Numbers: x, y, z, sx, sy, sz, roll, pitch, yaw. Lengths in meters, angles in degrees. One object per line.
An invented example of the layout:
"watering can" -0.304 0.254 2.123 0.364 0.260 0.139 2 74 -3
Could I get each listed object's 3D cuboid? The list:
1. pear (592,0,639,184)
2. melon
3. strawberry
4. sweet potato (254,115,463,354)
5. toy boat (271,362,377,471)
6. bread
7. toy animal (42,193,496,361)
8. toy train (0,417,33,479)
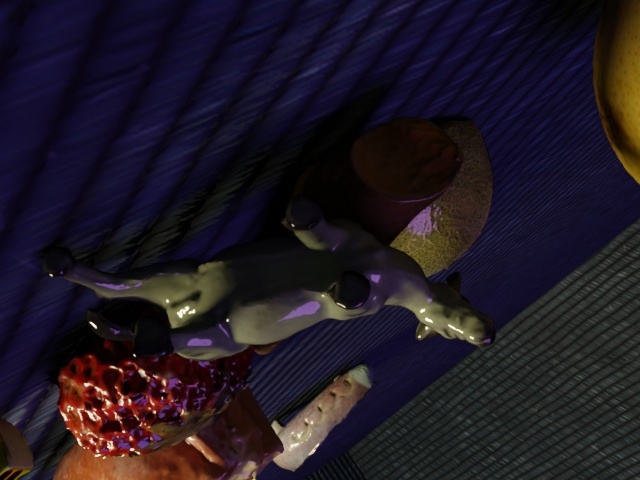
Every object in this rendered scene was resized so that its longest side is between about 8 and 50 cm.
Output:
"pear" 0.292 -0.127 0.436 0.271 0.271 0.271 -32 163 -11
"melon" 0.067 -0.015 0.571 0.160 0.079 0.128 -41 164 16
"strawberry" -0.105 0.089 0.511 0.145 0.086 0.145 -30 162 -11
"sweet potato" 0.000 0.000 0.503 0.077 0.077 0.244 -21 163 -41
"toy boat" -0.003 0.288 1.295 0.227 0.085 0.155 -46 173 -6
"bread" -0.133 0.190 0.664 0.190 0.123 0.244 -19 155 -40
"toy animal" -0.016 0.032 0.419 0.216 0.073 0.176 -10 163 9
"toy train" -0.244 0.124 0.393 0.085 0.053 0.250 -43 163 -3
